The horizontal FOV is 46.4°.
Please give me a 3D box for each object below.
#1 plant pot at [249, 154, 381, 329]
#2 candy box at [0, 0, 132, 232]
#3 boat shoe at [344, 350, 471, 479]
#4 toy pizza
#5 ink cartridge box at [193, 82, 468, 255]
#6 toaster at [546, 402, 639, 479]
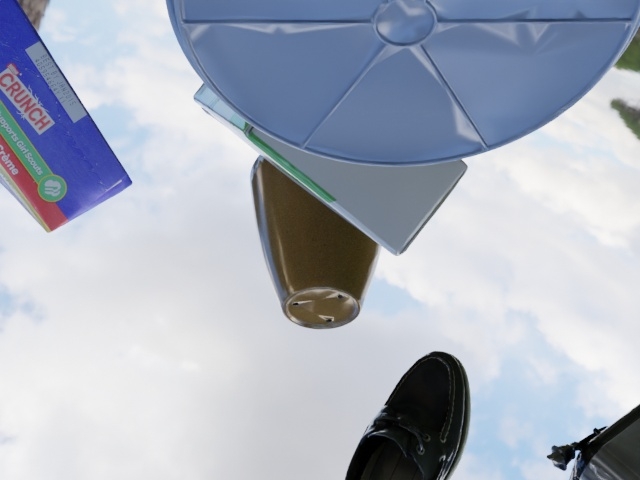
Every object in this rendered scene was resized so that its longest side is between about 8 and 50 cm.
[{"bbox_3d":[0.000,0.000,1.170,0.237,0.237,0.254,14,-131,-17],"label":"plant pot"},{"bbox_3d":[-0.385,-0.176,0.888,0.122,0.268,0.317,-37,-148,-19],"label":"candy box"},{"bbox_3d":[0.102,0.295,1.005,0.127,0.340,0.113,20,164,34],"label":"boat shoe"},{"bbox_3d":[0.035,-0.103,0.319,0.201,0.201,0.032,14,-125,-18],"label":"toy pizza"},{"bbox_3d":[-0.006,-0.124,0.828,0.211,0.122,0.289,36,-177,-26],"label":"ink cartridge box"},{"bbox_3d":[0.245,0.185,0.513,0.185,0.168,0.110,-25,-138,-25],"label":"toaster"}]
